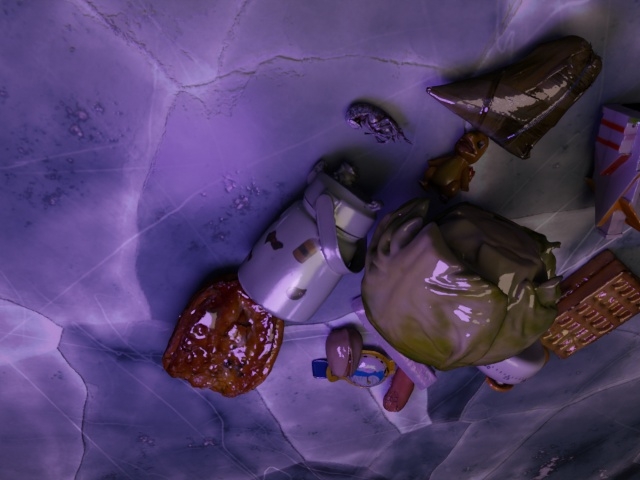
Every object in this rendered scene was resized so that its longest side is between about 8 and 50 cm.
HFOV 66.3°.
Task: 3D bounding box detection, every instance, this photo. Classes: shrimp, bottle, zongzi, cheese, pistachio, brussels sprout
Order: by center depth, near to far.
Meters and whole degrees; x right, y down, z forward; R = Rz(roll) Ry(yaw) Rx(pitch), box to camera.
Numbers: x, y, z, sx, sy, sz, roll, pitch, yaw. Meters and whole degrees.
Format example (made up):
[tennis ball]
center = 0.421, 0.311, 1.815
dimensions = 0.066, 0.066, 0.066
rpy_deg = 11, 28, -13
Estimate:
[zongzi]
center = 0.385, -0.327, 0.971
dimensions = 0.274, 0.125, 0.251
rpy_deg = 27, 118, -19
[shrimp]
center = 0.128, -0.236, 1.033
dimensions = 0.165, 0.056, 0.065
rpy_deg = 30, 101, -16
[brussels sprout]
center = 0.287, 0.114, 1.053
dimensions = 0.425, 0.342, 0.361
rpy_deg = 9, 123, -28
[bottle]
center = 0.000, 0.000, 1.091
dimensions = 0.229, 0.229, 0.351
rpy_deg = 30, 108, -27
[pistachio]
center = 0.068, 0.316, 1.382
dimensions = 0.113, 0.113, 0.149
rpy_deg = -6, 98, -5
[cheese]
center = 0.099, 0.389, 1.469
dimensions = 0.250, 0.064, 0.156
rpy_deg = -3, 119, 6

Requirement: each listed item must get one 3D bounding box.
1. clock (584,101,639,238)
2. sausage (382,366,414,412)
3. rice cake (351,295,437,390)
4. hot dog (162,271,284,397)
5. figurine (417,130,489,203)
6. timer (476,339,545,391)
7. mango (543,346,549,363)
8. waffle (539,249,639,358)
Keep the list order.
[clock]
center = 0.744, -0.153, 1.128
dimensions = 0.235, 0.166, 0.309
rpy_deg = -5, 118, -6
[sausage]
center = 0.257, 0.432, 1.513
dimensions = 0.079, 0.087, 0.326
rpy_deg = 12, 123, -2
[rice cake]
center = 0.211, 0.292, 1.369
dimensions = 0.073, 0.056, 0.365
rpy_deg = -36, 106, 11
[hot dog]
center = -0.245, 0.256, 1.250
dimensions = 0.267, 0.174, 0.387
rpy_deg = 21, 120, -20
[figurine]
center = 0.317, -0.164, 1.104
dimensions = 0.122, 0.121, 0.176
rpy_deg = 13, 116, -51
[timer]
center = 0.513, 0.267, 1.348
dimensions = 0.234, 0.233, 0.240
rpy_deg = 16, 124, -20
[mango]
center = 0.633, 0.383, 1.542
dimensions = 0.102, 0.085, 0.184
rpy_deg = 33, 120, -27
[waffle]
center = 0.770, 0.197, 1.425
dimensions = 0.224, 0.098, 0.328
rpy_deg = 33, 117, -26
